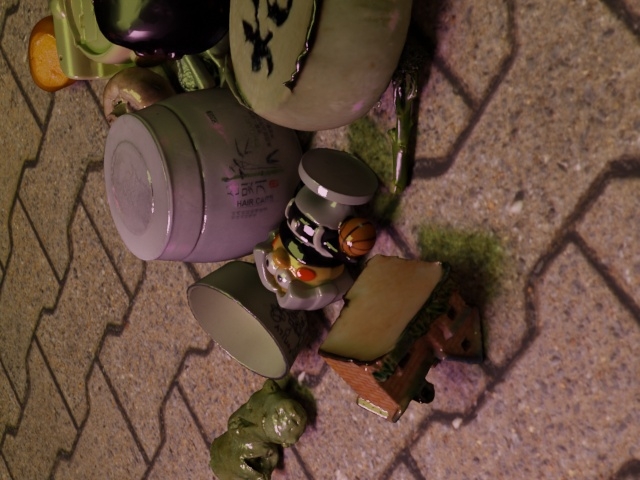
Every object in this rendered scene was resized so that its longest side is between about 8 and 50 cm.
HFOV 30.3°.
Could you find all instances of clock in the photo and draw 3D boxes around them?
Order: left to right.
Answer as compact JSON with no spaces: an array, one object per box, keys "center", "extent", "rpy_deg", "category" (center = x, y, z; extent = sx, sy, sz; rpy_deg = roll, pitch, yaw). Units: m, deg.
[{"center":[-0.366,-0.445,2.135],"extent":[0.348,0.117,0.286],"rpy_deg":[-1,96,51],"category":"clock"}]

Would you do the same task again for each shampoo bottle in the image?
[{"center":[-0.184,-0.099,1.854],"extent":[0.273,0.266,0.273],"rpy_deg":[21,117,50],"category":"shampoo bottle"}]

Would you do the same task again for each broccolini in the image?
[{"center":[0.112,-0.161,1.604],"extent":[0.058,0.067,0.216],"rpy_deg":[-137,44,-59],"category":"broccolini"}]

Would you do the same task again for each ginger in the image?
[{"center":[-0.104,0.339,2.018],"extent":[0.290,0.089,0.137],"rpy_deg":[-56,36,40],"category":"ginger"}]

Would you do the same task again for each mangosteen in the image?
[{"center":[-0.228,-0.387,1.780],"extent":[0.243,0.243,0.242],"rpy_deg":[19,114,51],"category":"mangosteen"}]

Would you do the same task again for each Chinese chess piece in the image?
[{"center":[-0.013,-0.323,1.600],"extent":[0.349,0.146,0.349],"rpy_deg":[-177,90,-65],"category":"Chinese chess piece"}]

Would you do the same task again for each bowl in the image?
[{"center":[-0.100,0.111,1.889],"extent":[0.211,0.112,0.211],"rpy_deg":[34,153,20],"category":"bowl"}]

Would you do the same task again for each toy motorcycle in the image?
[{"center":[-0.194,-0.368,1.938],"extent":[0.171,0.110,0.260],"rpy_deg":[-7,105,30],"category":"toy motorcycle"}]

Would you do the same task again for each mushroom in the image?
[{"center":[-0.320,-0.228,2.115],"extent":[0.166,0.127,0.166],"rpy_deg":[36,150,26],"category":"mushroom"}]

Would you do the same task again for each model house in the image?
[{"center":[0.119,0.142,1.582],"extent":[0.166,0.183,0.172],"rpy_deg":[9,144,51],"category":"model house"}]

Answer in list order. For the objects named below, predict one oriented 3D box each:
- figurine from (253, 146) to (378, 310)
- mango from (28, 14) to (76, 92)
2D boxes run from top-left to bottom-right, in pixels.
[{"center":[0.000,0.000,1.741],"extent":[0.176,0.133,0.236],"rpy_deg":[53,134,36],"category":"figurine"},{"center":[-0.540,-0.379,2.431],"extent":[0.141,0.102,0.217],"rpy_deg":[49,143,2],"category":"mango"}]
